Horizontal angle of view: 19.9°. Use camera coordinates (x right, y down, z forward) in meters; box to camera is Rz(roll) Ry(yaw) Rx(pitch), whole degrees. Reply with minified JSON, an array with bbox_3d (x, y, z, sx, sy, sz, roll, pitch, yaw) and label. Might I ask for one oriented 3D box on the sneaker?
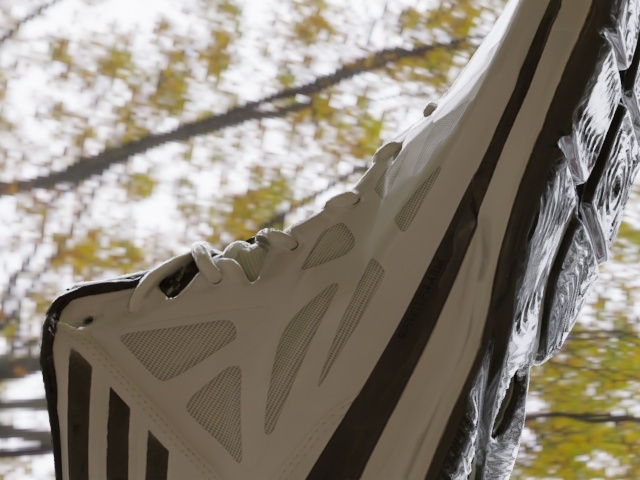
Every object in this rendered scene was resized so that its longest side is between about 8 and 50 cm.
[{"bbox_3d":[0.000,0.000,0.941,0.257,0.169,0.447,18,-107,22],"label":"sneaker"}]
